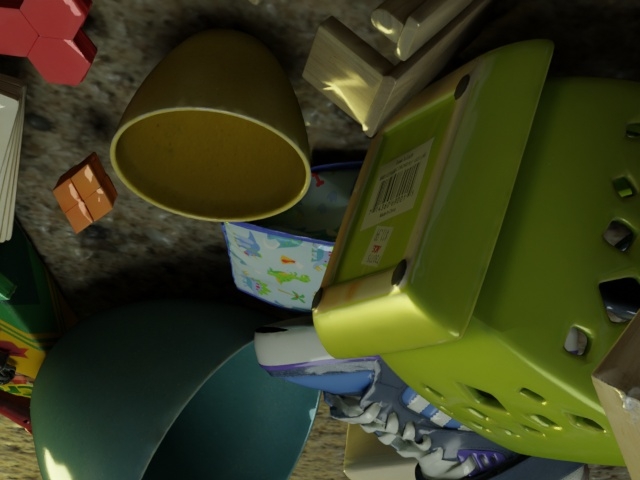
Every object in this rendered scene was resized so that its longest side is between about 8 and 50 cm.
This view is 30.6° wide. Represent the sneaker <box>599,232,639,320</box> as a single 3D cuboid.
[{"bbox_3d":[0.325,0.006,0.849,0.121,0.111,0.300,1,158,-43],"label":"sneaker"}]

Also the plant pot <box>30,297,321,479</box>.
[{"bbox_3d":[-0.161,0.170,1.117,0.195,0.290,0.290,27,158,26],"label":"plant pot"}]

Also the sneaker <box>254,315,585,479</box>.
[{"bbox_3d":[0.096,0.184,1.032,0.322,0.236,0.130,1,178,-25],"label":"sneaker"}]

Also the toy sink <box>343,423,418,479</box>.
[{"bbox_3d":[0.150,0.232,1.269,0.152,0.131,0.234,-13,140,28],"label":"toy sink"}]

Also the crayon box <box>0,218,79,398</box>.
[{"bbox_3d":[-0.353,0.078,1.139,0.202,0.081,0.318,0,149,9],"label":"crayon box"}]

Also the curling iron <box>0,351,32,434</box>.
[{"bbox_3d":[-0.284,0.175,1.177,0.068,0.035,0.274,-8,147,21],"label":"curling iron"}]

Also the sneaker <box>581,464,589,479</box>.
[{"bbox_3d":[0.240,0.323,1.432,0.111,0.103,0.252,18,148,-16],"label":"sneaker"}]

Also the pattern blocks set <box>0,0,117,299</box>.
[{"bbox_3d":[-0.292,-0.071,0.857,0.285,0.026,0.325,10,136,1],"label":"pattern blocks set"}]

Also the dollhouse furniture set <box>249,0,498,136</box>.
[{"bbox_3d":[0.028,-0.182,0.695,0.151,0.123,0.144,41,149,10],"label":"dollhouse furniture set"}]

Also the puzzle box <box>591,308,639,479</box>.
[{"bbox_3d":[0.296,-0.020,0.605,0.052,0.409,0.272,32,165,35],"label":"puzzle box"}]

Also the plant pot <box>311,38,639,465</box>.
[{"bbox_3d":[0.133,0.007,0.771,0.207,0.227,0.228,24,164,-15],"label":"plant pot"}]

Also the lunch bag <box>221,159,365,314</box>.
[{"bbox_3d":[0.000,0.000,0.937,0.151,0.096,0.129,-5,149,-1],"label":"lunch bag"}]

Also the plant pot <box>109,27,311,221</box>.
[{"bbox_3d":[-0.069,-0.088,0.800,0.134,0.095,0.134,4,150,2],"label":"plant pot"}]
